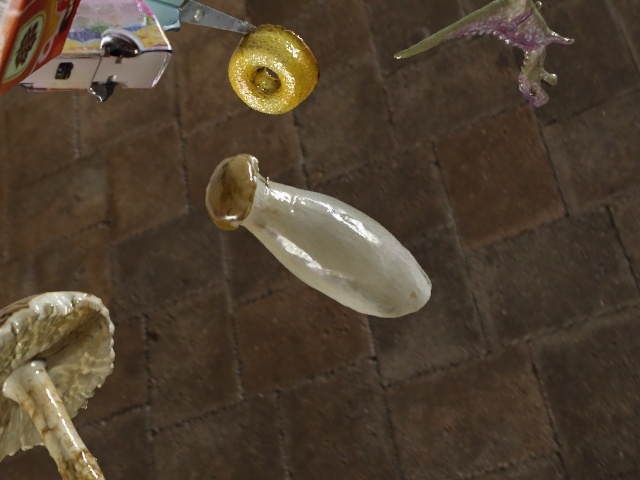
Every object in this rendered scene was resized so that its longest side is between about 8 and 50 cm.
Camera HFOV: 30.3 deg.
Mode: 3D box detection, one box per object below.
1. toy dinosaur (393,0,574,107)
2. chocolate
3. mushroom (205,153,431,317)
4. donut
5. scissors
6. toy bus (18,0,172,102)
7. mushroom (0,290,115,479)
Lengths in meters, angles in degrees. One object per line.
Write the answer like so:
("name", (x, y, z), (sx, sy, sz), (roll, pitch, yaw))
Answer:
("toy dinosaur", (0.244, -0.288, 1.573), (0.072, 0.251, 0.200), (33, 102, 48))
("chocolate", (-0.307, -0.273, 1.184), (0.235, 0.108, 0.237), (-70, 5, -66))
("mushroom", (0.000, 0.000, 1.576), (0.128, 0.350, 0.128), (-41, 32, 33))
("donut", (-0.078, -0.261, 1.842), (0.152, 0.152, 0.058), (5, 43, 32))
("scissors", (-0.201, -0.345, 1.770), (0.029, 0.360, 0.191), (30, 104, 33))
("toy bus", (-0.330, -0.242, 1.476), (0.090, 0.274, 0.112), (-50, 56, 45))
("mushroom", (-0.288, 0.216, 1.283), (0.208, 0.233, 0.302), (-31, 81, 53))
